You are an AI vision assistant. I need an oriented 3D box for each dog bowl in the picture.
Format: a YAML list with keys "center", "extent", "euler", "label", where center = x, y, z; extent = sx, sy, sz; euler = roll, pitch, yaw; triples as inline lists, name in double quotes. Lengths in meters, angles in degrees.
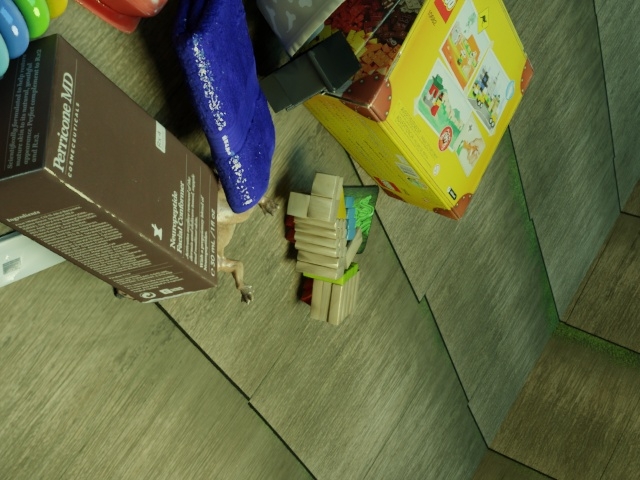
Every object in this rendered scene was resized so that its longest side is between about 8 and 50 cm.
- center: [0.042, -0.434, 1.414]
  extent: [0.102, 0.349, 0.349]
  euler: [44, 63, -8]
  label: "dog bowl"

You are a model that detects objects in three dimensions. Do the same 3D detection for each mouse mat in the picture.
- center: [0.055, -0.039, 1.919]
  extent: [0.190, 0.007, 0.152]
  euler: [-7, 113, -55]
  label: "mouse mat"

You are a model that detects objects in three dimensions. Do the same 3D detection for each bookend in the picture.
- center: [-0.034, -0.249, 1.476]
  extent: [0.072, 0.156, 0.157]
  euler: [58, 27, -11]
  label: "bookend"

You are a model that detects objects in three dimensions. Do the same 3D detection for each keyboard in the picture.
- center: [-0.418, 0.025, 1.261]
  extent: [0.256, 0.014, 0.072]
  euler: [-27, 135, -46]
  label: "keyboard"

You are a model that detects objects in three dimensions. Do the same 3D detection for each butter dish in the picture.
- center: [-0.233, -0.358, 1.207]
  extent: [0.160, 0.118, 0.159]
  euler: [29, 83, -57]
  label: "butter dish"

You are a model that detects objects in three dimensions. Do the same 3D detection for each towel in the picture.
- center: [-0.131, -0.222, 1.378]
  extent: [0.227, 0.076, 0.308]
  euler: [-90, 167, -48]
  label: "towel"

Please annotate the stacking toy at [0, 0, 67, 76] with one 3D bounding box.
- center: [-0.349, -0.282, 1.058]
  extent: [0.330, 0.141, 0.141]
  euler: [-50, 143, -26]
  label: "stacking toy"

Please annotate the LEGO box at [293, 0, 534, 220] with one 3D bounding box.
- center: [0.192, -0.316, 1.783]
  extent: [0.372, 0.193, 0.500]
  euler: [-62, 147, -9]
  label: "LEGO box"

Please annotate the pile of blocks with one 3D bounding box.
- center: [0.000, 0.000, 1.777]
  extent: [0.149, 0.113, 0.362]
  euler: [-58, 153, -43]
  label: "pile of blocks"

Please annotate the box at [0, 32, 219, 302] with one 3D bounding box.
- center: [-0.281, -0.076, 1.220]
  extent: [0.381, 0.143, 0.191]
  euler: [40, 42, -55]
  label: "box"

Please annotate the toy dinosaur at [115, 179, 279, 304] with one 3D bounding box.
- center: [-0.186, -0.021, 1.477]
  extent: [0.200, 0.127, 0.295]
  euler: [25, 81, -51]
  label: "toy dinosaur"
